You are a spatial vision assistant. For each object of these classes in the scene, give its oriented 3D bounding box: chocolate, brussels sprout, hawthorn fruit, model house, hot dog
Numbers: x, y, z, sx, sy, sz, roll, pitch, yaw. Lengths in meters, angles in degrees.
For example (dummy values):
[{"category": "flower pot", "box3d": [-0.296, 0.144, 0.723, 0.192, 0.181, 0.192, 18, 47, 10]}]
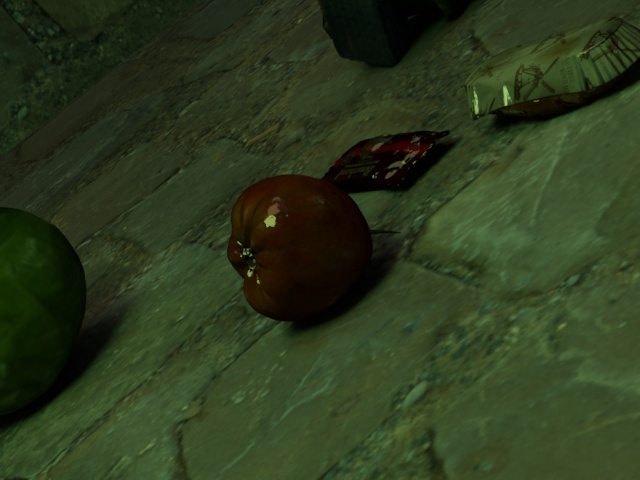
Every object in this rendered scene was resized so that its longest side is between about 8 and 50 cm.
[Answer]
[{"category": "chocolate", "box3d": [0.053, -0.076, 1.531, 0.086, 0.028, 0.182, -46, 22, -19]}, {"category": "brussels sprout", "box3d": [-0.346, 0.077, 1.618, 0.244, 0.244, 0.244, -33, 19, 12]}, {"category": "hawthorn fruit", "box3d": [-0.015, -0.002, 1.327, 0.140, 0.125, 0.125, -41, 19, -8]}, {"category": "model house", "box3d": [0.087, -0.295, 1.835, 0.183, 0.166, 0.172, -22, 34, -2]}, {"category": "hot dog", "box3d": [0.204, -0.146, 1.390, 0.192, 0.053, 0.099, -14, 30, 45]}]
